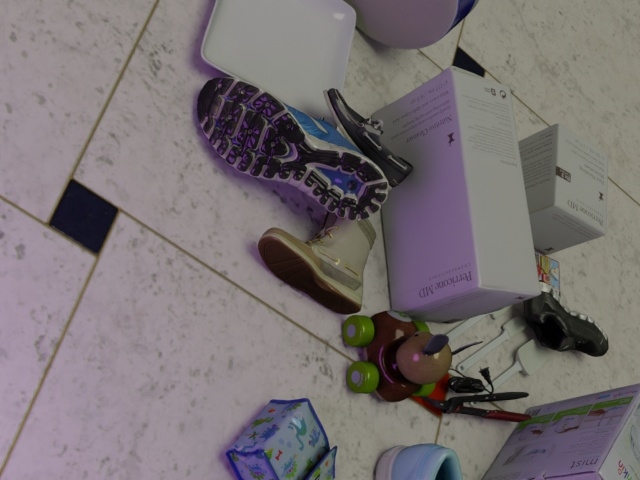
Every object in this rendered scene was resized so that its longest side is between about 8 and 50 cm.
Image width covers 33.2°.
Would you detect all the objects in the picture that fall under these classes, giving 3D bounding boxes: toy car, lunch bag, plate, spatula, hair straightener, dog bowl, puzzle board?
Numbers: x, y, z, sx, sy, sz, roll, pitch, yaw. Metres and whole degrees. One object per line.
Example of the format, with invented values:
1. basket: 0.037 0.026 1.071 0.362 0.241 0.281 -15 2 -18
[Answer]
1. toy car: 0.155 0.169 1.688 0.155 0.188 0.149 9 68 -38
2. lunch bag: -0.044 0.322 1.531 0.129 0.096 0.151 -43 117 -44
3. plate: -0.070 -0.341 1.791 0.278 0.045 0.277 28 57 -30
4. spatula: 0.314 0.191 1.933 0.242 0.019 0.168 -29 94 -43
5. hair straightener: 0.266 0.261 1.843 0.230 0.047 0.089 9 70 -29
6. dog bowl: 0.149 -0.473 1.881 0.265 0.265 0.104 53 50 -12
7. puzzle board: 0.434 0.086 2.081 0.096 0.011 0.128 21 61 -33

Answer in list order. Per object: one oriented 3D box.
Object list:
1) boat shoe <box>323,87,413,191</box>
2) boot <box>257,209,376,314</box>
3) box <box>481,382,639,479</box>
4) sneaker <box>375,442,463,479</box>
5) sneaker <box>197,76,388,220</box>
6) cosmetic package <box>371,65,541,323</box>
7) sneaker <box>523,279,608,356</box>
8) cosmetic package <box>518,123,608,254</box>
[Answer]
1. boat shoe: 0.080 -0.177 1.773 0.206 0.065 0.075 53 14 -20
2. boot: 0.000 0.000 1.699 0.213 0.077 0.165 37 53 -30
3. box: 0.429 0.371 1.796 0.127 0.262 0.231 54 47 -11
4. sneaker: 0.187 0.486 1.620 0.135 0.150 0.366 -8 79 -41
5. sneaker: -0.049 -0.147 1.696 0.330 0.130 0.147 32 11 -10
6. cosmetic package: 0.224 -0.067 1.825 0.156 0.217 0.385 11 65 -37
7. sneaker: 0.455 0.174 2.008 0.234 0.078 0.106 37 45 -27
8. cosmetic package: 0.447 -0.095 2.064 0.151 0.151 0.184 25 59 -30
